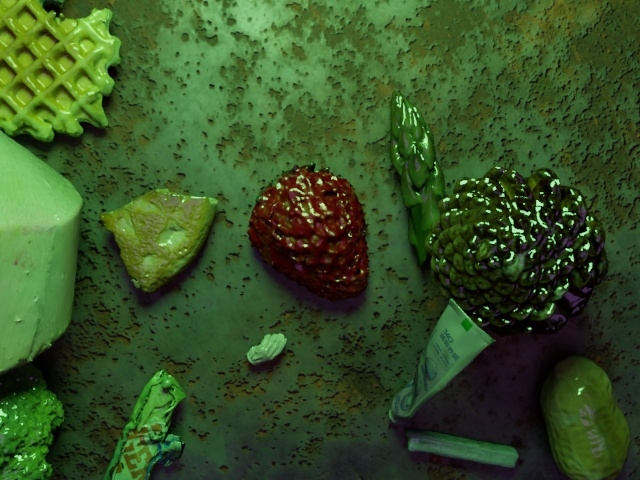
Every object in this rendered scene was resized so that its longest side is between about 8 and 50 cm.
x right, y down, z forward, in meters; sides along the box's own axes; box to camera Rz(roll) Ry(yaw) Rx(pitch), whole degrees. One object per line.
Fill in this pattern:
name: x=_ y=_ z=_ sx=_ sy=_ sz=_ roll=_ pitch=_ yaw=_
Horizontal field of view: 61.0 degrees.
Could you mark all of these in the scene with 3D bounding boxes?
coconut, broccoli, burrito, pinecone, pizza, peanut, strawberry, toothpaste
coconut: x=-0.473 y=-0.002 z=0.713 sx=0.298 sy=0.297 sz=0.309 roll=12 pitch=103 yaw=-6
broccoli: x=-0.474 y=0.319 z=0.820 sx=0.254 sy=0.186 sz=0.301 roll=21 pitch=119 yaw=27
burrito: x=-0.283 y=0.351 z=0.891 sx=0.104 sy=0.054 sz=0.287 roll=21 pitch=95 yaw=-8
pinecone: x=0.294 y=0.021 z=0.805 sx=0.247 sy=0.292 sz=0.246 roll=-9 pitch=75 yaw=33
pizza: x=-0.263 y=-0.011 z=0.847 sx=0.161 sy=0.062 sz=0.182 roll=22 pitch=100 yaw=-14
peanut: x=0.446 y=0.306 z=0.916 sx=0.129 sy=0.129 sz=0.224 roll=-16 pitch=99 yaw=-3
strawberry: x=0.000 y=0.000 z=0.842 sx=0.190 sy=0.111 sz=0.236 roll=-34 pitch=100 yaw=-2
toothpaste: x=0.167 y=0.206 z=0.833 sx=0.048 sy=0.075 sz=0.301 roll=-2 pitch=139 yaw=-21

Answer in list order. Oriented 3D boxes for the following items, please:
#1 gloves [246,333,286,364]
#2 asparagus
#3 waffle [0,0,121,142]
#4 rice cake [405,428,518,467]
gloves: x=-0.091 y=0.185 z=0.899 sx=0.081 sy=0.037 sz=0.044 roll=-43 pitch=135 yaw=-4
asparagus: x=0.158 y=-0.097 z=0.862 sx=0.080 sy=0.080 sz=0.287 roll=-17 pitch=98 yaw=-3
waffle: x=-0.426 y=-0.271 z=0.797 sx=0.262 sy=0.056 sz=0.249 roll=3 pitch=97 yaw=-7
rice cake: x=0.247 y=0.364 z=0.951 sx=0.208 sy=0.033 sz=0.033 roll=13 pitch=98 yaw=-6
